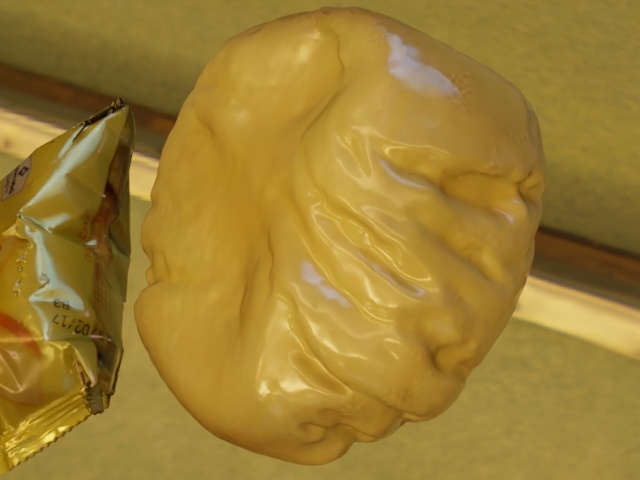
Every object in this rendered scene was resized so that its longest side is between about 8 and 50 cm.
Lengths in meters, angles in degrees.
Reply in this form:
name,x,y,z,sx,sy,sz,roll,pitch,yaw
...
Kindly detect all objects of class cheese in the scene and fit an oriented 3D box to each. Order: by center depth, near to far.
name,x,y,z,sx,sy,sz,roll,pitch,yaw
cheese,0.000,0.000,0.928,0.226,0.117,0.214,3,73,53

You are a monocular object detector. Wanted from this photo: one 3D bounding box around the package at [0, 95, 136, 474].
name,x,y,z,sx,sy,sz,roll,pitch,yaw
package,-0.164,0.037,1.076,0.168,0.090,0.226,-37,38,30
